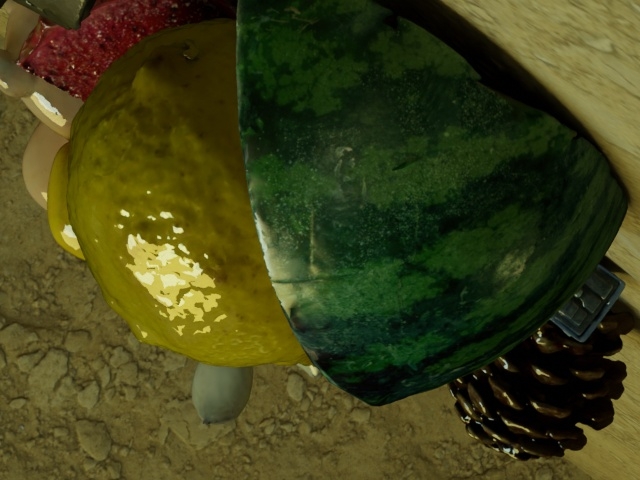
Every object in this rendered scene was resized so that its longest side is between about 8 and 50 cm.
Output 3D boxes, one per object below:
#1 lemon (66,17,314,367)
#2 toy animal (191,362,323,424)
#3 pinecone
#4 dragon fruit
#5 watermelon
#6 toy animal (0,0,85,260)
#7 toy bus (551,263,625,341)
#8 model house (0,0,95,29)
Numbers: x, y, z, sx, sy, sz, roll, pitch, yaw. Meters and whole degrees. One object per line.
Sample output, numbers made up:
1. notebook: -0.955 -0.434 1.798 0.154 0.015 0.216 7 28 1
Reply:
1. lemon: -0.069 -0.032 1.522 0.268 0.268 0.321 30 147 48
2. toy animal: -0.116 0.024 2.214 0.241 0.196 0.367 2 -119 -62
3. pinecone: 0.212 0.113 1.837 0.184 0.204 0.179 29 -145 36
4. dragon fruit: -0.121 -0.184 1.641 0.274 0.161 0.126 25 -145 -31
5. watermelon: 0.092 -0.045 1.295 0.222 0.319 0.292 -5 177 15
6. toy animal: -0.210 -0.096 1.853 0.345 0.277 0.247 38 157 -15
7. toy bus: 0.152 -0.005 1.638 0.236 0.079 0.094 36 177 -8
8. model house: -0.223 -0.234 1.217 0.204 0.211 0.243 34 175 0
